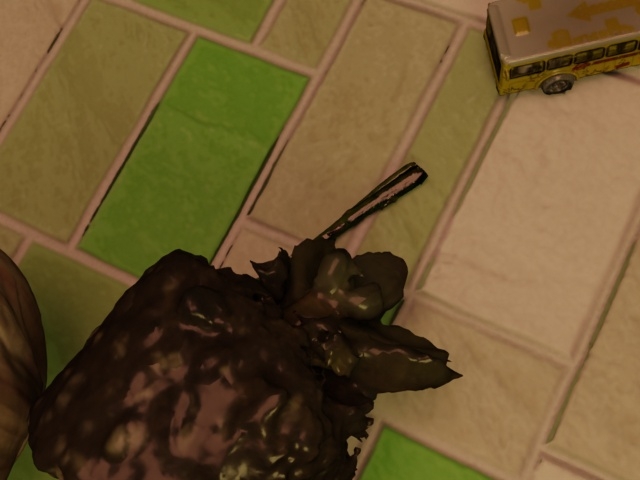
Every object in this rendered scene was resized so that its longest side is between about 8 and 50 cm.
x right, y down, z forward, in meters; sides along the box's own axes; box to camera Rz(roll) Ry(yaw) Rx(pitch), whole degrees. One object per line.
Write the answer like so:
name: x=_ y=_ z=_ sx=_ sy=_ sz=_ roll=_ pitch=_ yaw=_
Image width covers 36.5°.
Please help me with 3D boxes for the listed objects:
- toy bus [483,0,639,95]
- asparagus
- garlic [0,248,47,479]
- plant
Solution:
toy bus: x=0.265 y=-0.193 z=0.879 sx=0.226 sy=0.074 sz=0.081 roll=-10 pitch=70 yaw=7
asparagus: x=0.000 y=0.000 z=0.895 sx=0.232 sy=0.022 sz=0.023 roll=-35 pitch=112 yaw=-4
garlic: x=-0.356 y=0.128 z=0.793 sx=0.317 sy=0.259 sz=0.318 roll=-27 pitch=46 yaw=31
plant: x=-0.053 y=0.112 z=0.764 sx=0.312 sy=0.213 sz=0.215 roll=-38 pitch=66 yaw=-1
